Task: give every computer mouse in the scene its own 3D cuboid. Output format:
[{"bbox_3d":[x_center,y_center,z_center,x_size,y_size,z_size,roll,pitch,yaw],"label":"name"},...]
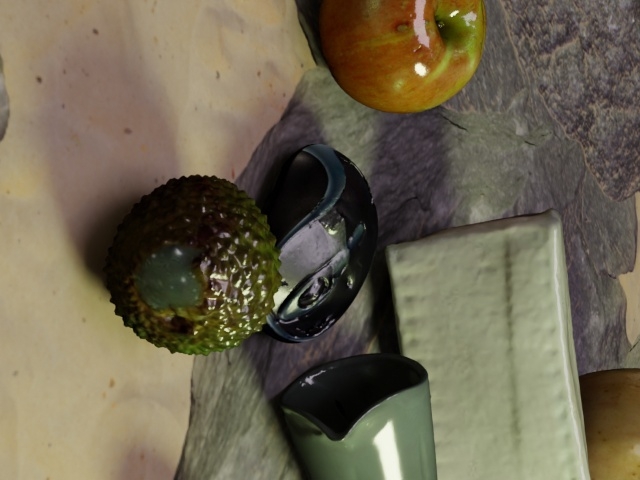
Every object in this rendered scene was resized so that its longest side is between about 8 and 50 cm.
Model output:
[{"bbox_3d":[0.000,0.000,1.051,0.137,0.096,0.233,49,49,-37],"label":"computer mouse"}]

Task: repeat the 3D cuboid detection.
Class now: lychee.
[{"bbox_3d":[-0.106,0.019,0.874,0.171,0.171,0.171,9,79,-51],"label":"lychee"}]

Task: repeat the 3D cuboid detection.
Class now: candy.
[{"bbox_3d":[0.208,0.151,1.195,0.145,0.208,0.358,-9,92,-71],"label":"candy"}]

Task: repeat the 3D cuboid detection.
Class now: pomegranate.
[{"bbox_3d":[0.403,0.337,1.376,0.338,0.338,0.338,9,79,-51],"label":"pomegranate"}]

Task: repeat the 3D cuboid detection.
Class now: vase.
[{"bbox_3d":[0.065,0.266,1.079,0.251,0.156,0.300,-68,147,-67],"label":"vase"}]

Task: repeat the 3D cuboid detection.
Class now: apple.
[{"bbox_3d":[0.089,-0.242,1.132,0.196,0.196,0.195,9,79,-51],"label":"apple"}]
